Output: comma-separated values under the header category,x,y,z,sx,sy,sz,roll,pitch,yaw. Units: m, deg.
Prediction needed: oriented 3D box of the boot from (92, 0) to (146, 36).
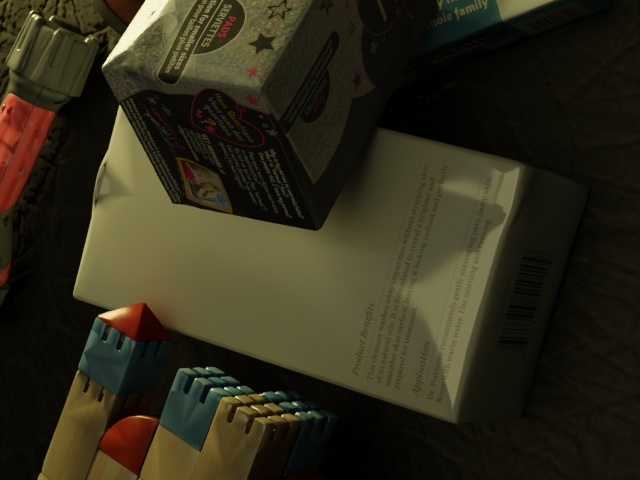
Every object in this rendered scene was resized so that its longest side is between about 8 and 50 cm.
category,x,y,z,sx,sy,sz,roll,pitch,yaw
boot,-0.096,-0.309,1.397,0.280,0.096,0.264,-48,59,17

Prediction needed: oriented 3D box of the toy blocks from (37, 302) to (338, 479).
category,x,y,z,sx,sy,sz,roll,pitch,yaw
toy blocks,-0.087,0.220,1.272,0.381,0.190,0.261,29,104,32

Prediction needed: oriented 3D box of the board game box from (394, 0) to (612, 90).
category,x,y,z,sx,sy,sz,roll,pitch,yaw
board game box,0.078,-0.316,1.364,0.253,0.079,0.336,-19,78,25

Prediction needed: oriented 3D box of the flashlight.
category,x,y,z,sx,sy,sz,roll,pitch,yaw
flashlight,-0.306,-0.068,1.532,0.103,0.103,0.304,31,101,27

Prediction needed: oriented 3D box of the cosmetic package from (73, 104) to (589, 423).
category,x,y,z,sx,sy,sz,roll,pitch,yaw
cosmetic package,0.000,0.000,1.339,0.385,0.156,0.217,18,94,29

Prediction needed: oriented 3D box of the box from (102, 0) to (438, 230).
category,x,y,z,sx,sy,sz,roll,pitch,yaw
box,-0.028,-0.159,1.212,0.142,0.163,0.247,10,56,26

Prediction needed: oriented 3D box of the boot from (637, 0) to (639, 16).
category,x,y,z,sx,sy,sz,roll,pitch,yaw
boot,0.257,-0.210,1.179,0.118,0.222,0.338,-22,76,24
